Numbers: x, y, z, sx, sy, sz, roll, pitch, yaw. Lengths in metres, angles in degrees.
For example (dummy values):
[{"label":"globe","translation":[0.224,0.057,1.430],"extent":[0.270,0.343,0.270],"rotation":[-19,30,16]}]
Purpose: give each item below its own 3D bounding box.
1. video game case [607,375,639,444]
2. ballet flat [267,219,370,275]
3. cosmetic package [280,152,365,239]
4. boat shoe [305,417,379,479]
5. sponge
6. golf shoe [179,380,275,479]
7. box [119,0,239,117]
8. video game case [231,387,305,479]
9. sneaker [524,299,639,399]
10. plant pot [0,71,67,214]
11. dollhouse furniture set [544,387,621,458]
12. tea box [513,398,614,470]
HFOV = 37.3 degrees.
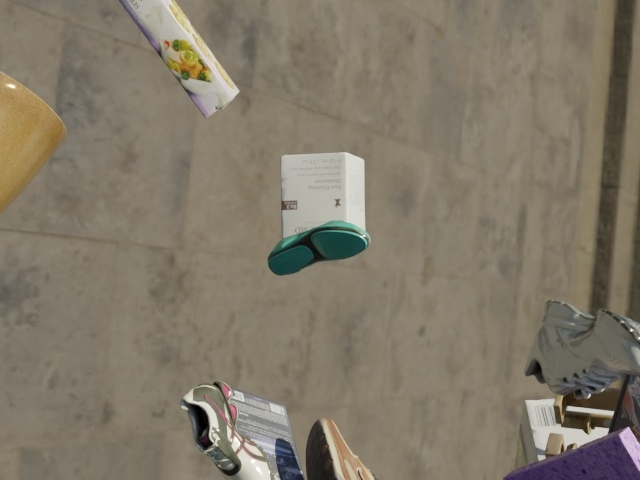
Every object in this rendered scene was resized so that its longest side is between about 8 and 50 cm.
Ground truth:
[{"label":"video game case","translation":[0.488,0.348,1.335],"extent":[0.035,0.248,0.275],"rotation":[-4,118,-21]},{"label":"ballet flat","translation":[0.000,0.000,1.884],"extent":[0.083,0.247,0.087],"rotation":[53,38,-24]},{"label":"cosmetic package","translation":[0.007,-0.091,2.061],"extent":[0.151,0.151,0.184],"rotation":[5,83,-73]},{"label":"boat shoe","translation":[0.059,0.521,1.984],"extent":[0.116,0.123,0.324],"rotation":[5,48,-31]},{"label":"sponge","translation":[0.349,0.333,1.254],"extent":[0.031,0.210,0.117],"rotation":[-25,82,-45]},{"label":"golf shoe","translation":[-0.189,0.409,1.849],"extent":[0.120,0.105,0.273],"rotation":[-5,61,-60]},{"label":"box","translation":[-0.257,-0.355,1.577],"extent":[0.324,0.063,0.067],"rotation":[54,16,-14]},{"label":"video game case","translation":[-0.119,0.456,2.068],"extent":[0.196,0.026,0.274],"rotation":[28,32,-41]},{"label":"sneaker","translation":[0.380,0.164,1.306],"extent":[0.129,0.111,0.297],"rotation":[-62,-171,-6]},{"label":"plant pot","translation":[-0.524,-0.100,1.342],"extent":[0.237,0.237,0.254],"rotation":[47,59,-51]},{"label":"dollhouse furniture set","translation":[0.496,0.372,1.755],"extent":[0.151,0.123,0.144],"rotation":[-58,141,-45]},{"label":"tea box","translation":[0.596,0.507,2.009],"extent":[0.220,0.329,0.323],"rotation":[-91,178,-47]}]
